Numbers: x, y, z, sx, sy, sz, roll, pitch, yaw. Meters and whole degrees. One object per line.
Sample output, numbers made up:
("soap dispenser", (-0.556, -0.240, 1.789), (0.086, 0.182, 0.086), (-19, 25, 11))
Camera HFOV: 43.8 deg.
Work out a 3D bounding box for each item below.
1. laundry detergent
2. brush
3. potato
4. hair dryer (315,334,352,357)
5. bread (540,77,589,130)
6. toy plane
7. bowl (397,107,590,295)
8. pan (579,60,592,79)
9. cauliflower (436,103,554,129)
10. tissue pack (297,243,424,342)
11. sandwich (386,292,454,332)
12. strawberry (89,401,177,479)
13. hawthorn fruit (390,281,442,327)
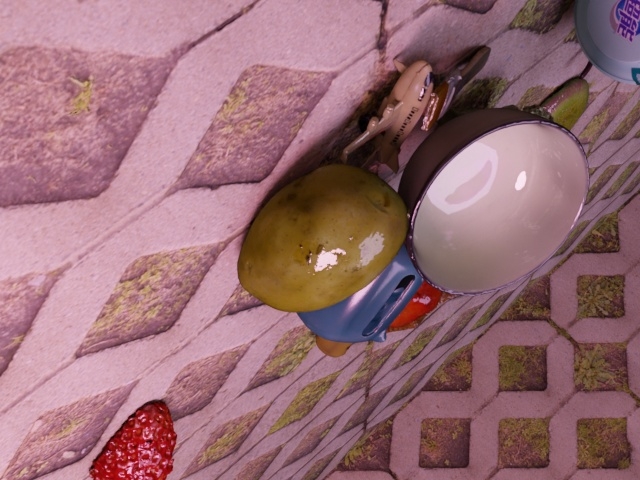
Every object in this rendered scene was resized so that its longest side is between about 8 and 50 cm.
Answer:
("laundry detergent", (0.689, -0.471, 1.610), (0.305, 0.287, 0.287), (-24, 150, -42))
("brush", (0.246, -0.279, 1.385), (0.336, 0.020, 0.085), (-48, 158, -50))
("potato", (0.002, 0.000, 1.316), (0.304, 0.216, 0.215), (-37, 165, 31))
("hair dryer", (0.100, 0.192, 1.996), (0.278, 0.090, 0.135), (-21, 148, -56))
("bread", (0.596, -0.291, 2.078), (0.301, 0.045, 0.301), (-36, 156, -19))
("toy plane", (0.129, -0.209, 1.334), (0.229, 0.092, 0.244), (-28, 151, -32))
("bowl", (0.280, -0.093, 1.434), (0.353, 0.185, 0.354), (-12, 126, -17))
("pan", (0.668, -0.473, 1.891), (0.212, 0.040, 0.115), (-53, 159, -1))
("cauliflower", (0.339, -0.176, 1.616), (0.250, 0.272, 0.275), (36, 83, -37))
("tissue pack", (0.083, 0.067, 1.564), (0.198, 0.206, 0.287), (5, 126, -52))
("sandwich", (0.254, 0.169, 2.135), (0.214, 0.065, 0.186), (-32, -175, -35))
("strawberry", (-0.344, 0.430, 1.574), (0.190, 0.111, 0.237), (-16, 143, -47))
("hawthorn fruit", (0.188, 0.075, 1.796), (0.299, 0.211, 0.211), (-28, 153, -58))
